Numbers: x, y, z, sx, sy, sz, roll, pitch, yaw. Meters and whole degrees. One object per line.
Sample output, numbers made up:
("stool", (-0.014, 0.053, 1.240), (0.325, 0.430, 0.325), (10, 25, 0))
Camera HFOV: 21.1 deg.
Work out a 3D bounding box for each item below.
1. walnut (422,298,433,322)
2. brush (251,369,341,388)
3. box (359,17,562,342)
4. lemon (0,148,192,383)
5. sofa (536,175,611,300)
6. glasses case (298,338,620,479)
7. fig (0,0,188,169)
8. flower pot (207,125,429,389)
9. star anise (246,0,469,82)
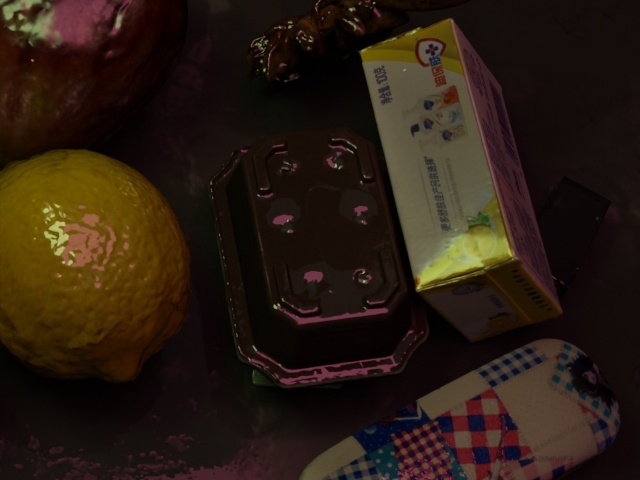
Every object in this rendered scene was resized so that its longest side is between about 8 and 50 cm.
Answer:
("walnut", (0.027, 0.043, 1.617), (0.170, 0.069, 0.143), (43, 63, 8))
("brush", (-0.022, 0.129, 1.592), (0.084, 0.013, 0.016), (2, 69, -4))
("box", (0.133, -0.056, 1.626), (0.097, 0.168, 0.265), (-20, 65, 16))
("lemon", (-0.212, 0.020, 1.499), (0.192, 0.192, 0.231), (-23, 70, -23))
("sofa", (0.237, -0.002, 1.708), (0.060, 0.039, 0.118), (30, 60, 1))
("glasses case", (0.128, 0.194, 1.558), (0.327, 0.076, 0.125), (-25, 70, -24))
("fig", (-0.238, -0.194, 1.597), (0.224, 0.224, 0.263), (15, 58, -6))
("flower pot", (0.000, 0.000, 1.549), (0.179, 0.084, 0.250), (-7, 64, -9))
("star anise", (0.035, -0.212, 1.683), (0.234, 0.177, 0.073), (-15, 100, 2))
